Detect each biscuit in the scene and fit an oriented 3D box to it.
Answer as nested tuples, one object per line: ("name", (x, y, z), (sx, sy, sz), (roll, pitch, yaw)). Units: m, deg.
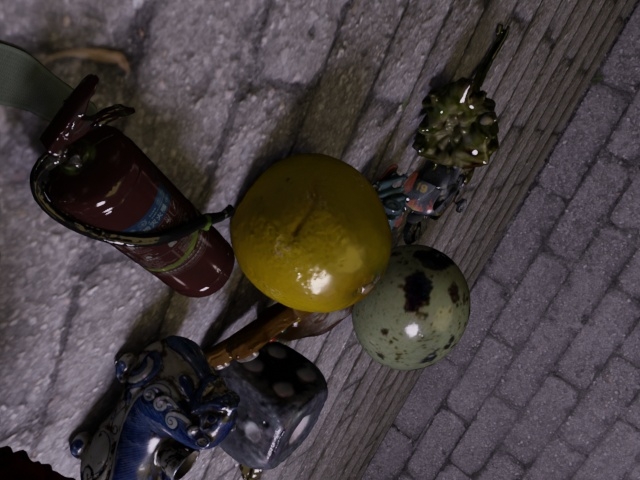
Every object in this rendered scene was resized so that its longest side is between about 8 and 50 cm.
("biscuit", (-0.063, 0.137, 1.026), (0.301, 0.049, 0.197), (-34, -172, -39))

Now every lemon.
("lemon", (0.000, 0.000, 0.884), (0.240, 0.219, 0.240), (-43, 157, -23))

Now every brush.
("brush", (-0.147, 0.483, 1.408), (0.084, 0.071, 0.301), (-45, 156, -49))

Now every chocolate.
("chocolate", (0.004, 0.151, 1.247), (0.161, 0.083, 0.261), (-61, 156, 15))

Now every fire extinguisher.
("fire extinguisher", (-0.185, -0.039, 0.623), (0.141, 0.105, 0.341), (-47, 156, -9))

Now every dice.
("dice", (-0.107, 0.321, 1.134), (0.182, 0.183, 0.181), (-14, 131, -58))

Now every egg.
("egg", (0.219, 0.175, 1.425), (0.288, 0.288, 0.379), (-40, 148, -32))

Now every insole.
("insole", (-0.254, -0.131, 0.506), (0.053, 0.002, 0.153), (-56, 156, -1))

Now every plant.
("plant", (0.349, -0.284, 1.255), (0.333, 0.180, 0.251), (-42, 163, -37))

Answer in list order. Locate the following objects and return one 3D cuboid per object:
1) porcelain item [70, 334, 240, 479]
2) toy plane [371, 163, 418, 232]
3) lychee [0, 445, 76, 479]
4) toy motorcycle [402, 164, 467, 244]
("porcelain item", (-0.235, 0.283, 0.844), (0.288, 0.186, 0.138), (-59, 157, 10))
("toy plane", (0.075, -0.030, 1.125), (0.326, 0.104, 0.222), (-33, 148, -40))
("lychee", (-0.347, 0.344, 0.452), (0.499, 0.425, 0.424), (-69, 157, -7))
("toy motorcycle", (0.293, -0.129, 1.410), (0.307, 0.108, 0.173), (-50, 150, -18))
